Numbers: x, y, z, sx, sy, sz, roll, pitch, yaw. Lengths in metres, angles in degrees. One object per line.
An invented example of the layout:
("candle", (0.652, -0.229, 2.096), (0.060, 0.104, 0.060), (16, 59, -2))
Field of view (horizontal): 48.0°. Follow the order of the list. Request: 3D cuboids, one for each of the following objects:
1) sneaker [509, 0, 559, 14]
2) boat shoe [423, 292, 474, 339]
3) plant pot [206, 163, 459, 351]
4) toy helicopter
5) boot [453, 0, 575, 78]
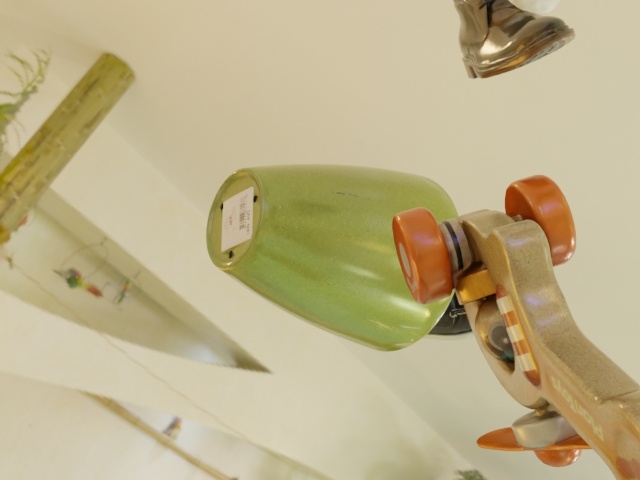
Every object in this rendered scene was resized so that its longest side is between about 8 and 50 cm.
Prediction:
("sneaker", (0.195, -0.280, 0.475), (0.111, 0.297, 0.129), (36, -12, 17))
("boat shoe", (0.169, 0.091, 1.107), (0.302, 0.114, 0.091), (-21, -56, 35))
("plant pot", (0.000, 0.000, 1.012), (0.293, 0.275, 0.274), (16, -13, -37))
("toy helicopter", (0.174, 0.102, 0.540), (0.355, 0.140, 0.235), (-116, -169, -71))
("boot", (0.171, -0.220, 0.701), (0.219, 0.082, 0.106), (-121, -172, -79))
